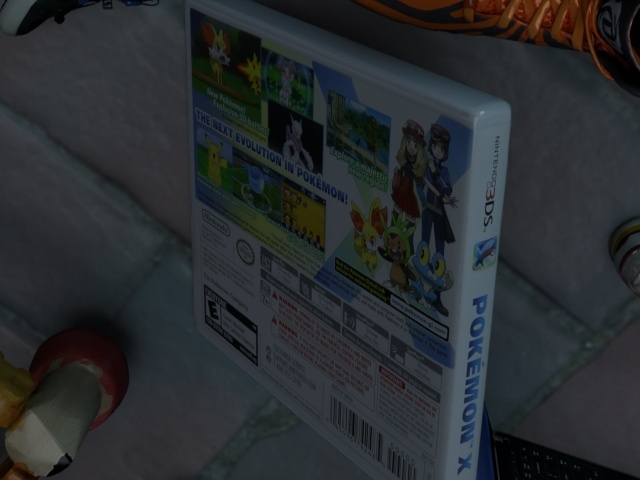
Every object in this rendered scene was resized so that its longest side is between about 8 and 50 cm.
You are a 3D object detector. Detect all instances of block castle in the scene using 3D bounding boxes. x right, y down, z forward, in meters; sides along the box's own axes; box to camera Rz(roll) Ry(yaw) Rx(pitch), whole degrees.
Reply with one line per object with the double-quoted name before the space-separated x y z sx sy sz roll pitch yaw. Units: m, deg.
"block castle" -0.408 0.194 0.948 0.303 0.213 0.453 39 100 -8

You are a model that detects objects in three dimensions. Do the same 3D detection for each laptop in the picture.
"laptop" 0.203 0.187 0.914 0.264 0.234 0.136 19 116 -5

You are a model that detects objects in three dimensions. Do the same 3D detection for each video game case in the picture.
"video game case" 0.000 0.000 0.817 0.036 0.329 0.300 -16 121 -32

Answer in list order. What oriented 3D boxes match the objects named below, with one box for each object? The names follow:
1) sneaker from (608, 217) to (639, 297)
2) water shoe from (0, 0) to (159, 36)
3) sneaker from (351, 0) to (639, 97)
"sneaker" 0.321 0.050 0.923 0.185 0.084 0.069 21 115 -6
"water shoe" -0.149 -0.199 0.840 0.203 0.073 0.080 -34 111 19
"sneaker" 0.161 -0.175 0.771 0.321 0.180 0.124 4 116 1
